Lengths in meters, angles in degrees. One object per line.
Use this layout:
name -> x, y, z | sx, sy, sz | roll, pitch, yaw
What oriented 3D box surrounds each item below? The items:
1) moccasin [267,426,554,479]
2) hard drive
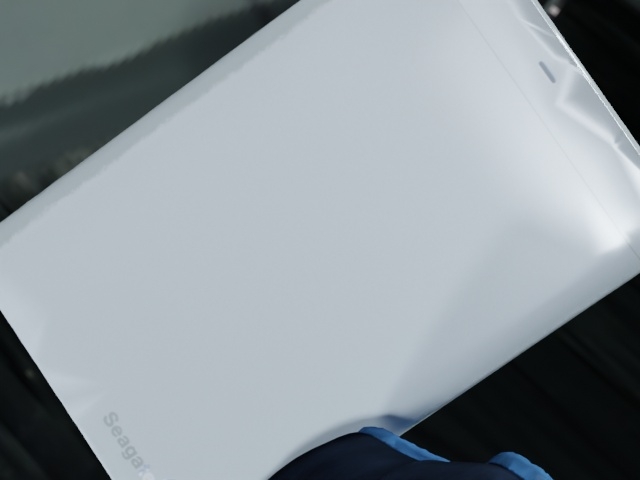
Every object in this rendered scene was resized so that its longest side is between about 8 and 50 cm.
moccasin -> 0.035, 0.159, 0.775 | 0.116, 0.138, 0.342 | -26, -176, -15
hard drive -> 0.000, 0.000, 0.967 | 0.307, 0.203, 0.040 | -35, 175, 12
